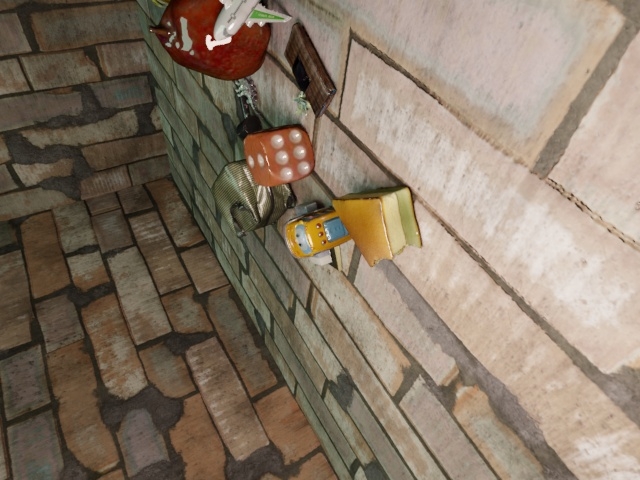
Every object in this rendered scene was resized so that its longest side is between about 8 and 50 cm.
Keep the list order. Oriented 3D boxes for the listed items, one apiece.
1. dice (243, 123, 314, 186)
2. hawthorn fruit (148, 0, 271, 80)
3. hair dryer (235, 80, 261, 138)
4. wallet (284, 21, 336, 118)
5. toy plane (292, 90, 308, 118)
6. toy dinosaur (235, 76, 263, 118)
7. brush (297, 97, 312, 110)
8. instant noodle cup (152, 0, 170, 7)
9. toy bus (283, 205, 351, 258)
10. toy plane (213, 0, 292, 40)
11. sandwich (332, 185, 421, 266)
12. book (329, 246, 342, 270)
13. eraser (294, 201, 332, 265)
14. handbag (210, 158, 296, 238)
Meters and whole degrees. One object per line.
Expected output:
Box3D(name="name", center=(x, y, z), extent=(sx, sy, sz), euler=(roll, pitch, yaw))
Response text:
Box3D(name="dice", center=(-0.135, -0.274, 1.372), extent=(0.179, 0.174, 0.174), euler=(26, 130, 58))
Box3D(name="hawthorn fruit", center=(-0.315, -0.634, 1.301), extent=(0.308, 0.325, 0.308), euler=(58, 180, -1))
Box3D(name="hair dryer", center=(-0.306, -0.528, 1.661), extent=(0.114, 0.071, 0.247), euler=(0, 106, 64))
Box3D(name="wallet", center=(-0.033, -0.464, 1.167), extent=(0.230, 0.042, 0.124), euler=(63, 153, 9))
Box3D(name="toy plane", center=(-0.055, -0.410, 1.269), extent=(0.080, 0.033, 0.083), euler=(54, 145, 31))
Box3D(name="toy dinosaur", center=(-0.267, -0.545, 1.579), extent=(0.082, 0.039, 0.208), euler=(-25, 95, 46))
Box3D(name="brush", center=(-0.033, -0.389, 1.228), extent=(0.084, 0.013, 0.016), euler=(34, 128, 17))
Box3D(name="instant noodle cup", center=(-0.425, -0.883, 1.370), extent=(0.221, 0.312, 0.311), euler=(43, 146, 29))
Box3D(name="toy bus", center=(0.008, -0.028, 1.245), extent=(0.136, 0.210, 0.125), euler=(-7, 102, 55))
Box3D(name="toy plane", center=(-0.197, -0.633, 1.112), extent=(0.255, 0.251, 0.101), euler=(-40, 58, 20))
Box3D(name="sandwich", center=(0.138, -0.035, 1.074), extent=(0.220, 0.108, 0.185), euler=(10, 117, 60))
Box3D(name="book", center=(0.000, 0.000, 1.493), extent=(0.228, 0.024, 0.160), euler=(30, 136, 54))
Box3D(name="eraser", center=(-0.024, -0.023, 1.434), extent=(0.092, 0.046, 0.212), euler=(6, 114, 63))
Box3D(name="handbag", center=(-0.257, -0.165, 1.625), extent=(0.341, 0.248, 0.240), euler=(-30, 83, 60))
